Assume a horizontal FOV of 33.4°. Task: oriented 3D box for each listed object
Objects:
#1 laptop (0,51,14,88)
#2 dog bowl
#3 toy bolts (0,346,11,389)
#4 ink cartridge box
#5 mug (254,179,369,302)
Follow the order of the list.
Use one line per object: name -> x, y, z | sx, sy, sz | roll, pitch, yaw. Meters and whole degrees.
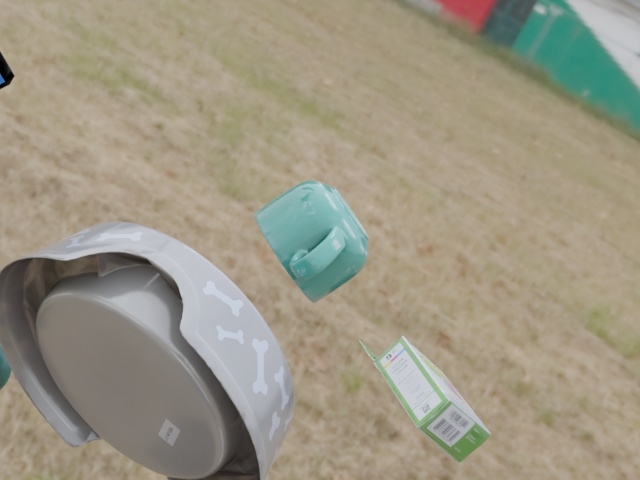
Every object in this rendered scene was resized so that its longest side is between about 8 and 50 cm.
laptop -> -0.448, -0.157, 1.004 | 0.136, 0.234, 0.264 | -4, 43, 21
dog bowl -> -0.178, 0.132, 1.110 | 0.349, 0.349, 0.102 | 32, 50, 14
toy bolts -> -0.489, 0.137, 1.281 | 0.228, 0.218, 0.158 | -9, 11, -3
ink cartridge box -> 0.144, 0.207, 1.507 | 0.109, 0.062, 0.209 | 43, 6, -36
mug -> 0.002, 0.002, 1.246 | 0.129, 0.097, 0.158 | 53, 5, -46
